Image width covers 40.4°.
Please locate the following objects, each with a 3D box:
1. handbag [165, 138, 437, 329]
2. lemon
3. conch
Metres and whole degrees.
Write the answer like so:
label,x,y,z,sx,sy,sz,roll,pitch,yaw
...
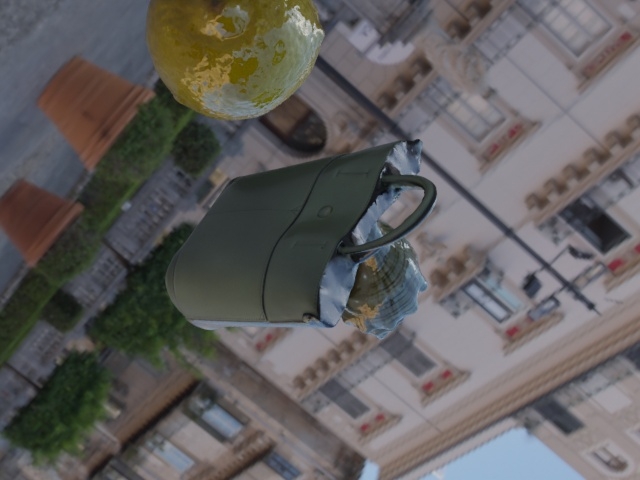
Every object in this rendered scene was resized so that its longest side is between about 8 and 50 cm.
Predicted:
label,x,y,z,sx,sy,sz,roll,pitch,yaw
handbag,0.000,0.000,0.885,0.315,0.109,0.241,-6,-137,41
lemon,-0.115,-0.273,1.151,0.233,0.233,0.288,-50,-178,-1
conch,0.056,0.027,1.408,0.203,0.386,0.169,-22,-151,-3
